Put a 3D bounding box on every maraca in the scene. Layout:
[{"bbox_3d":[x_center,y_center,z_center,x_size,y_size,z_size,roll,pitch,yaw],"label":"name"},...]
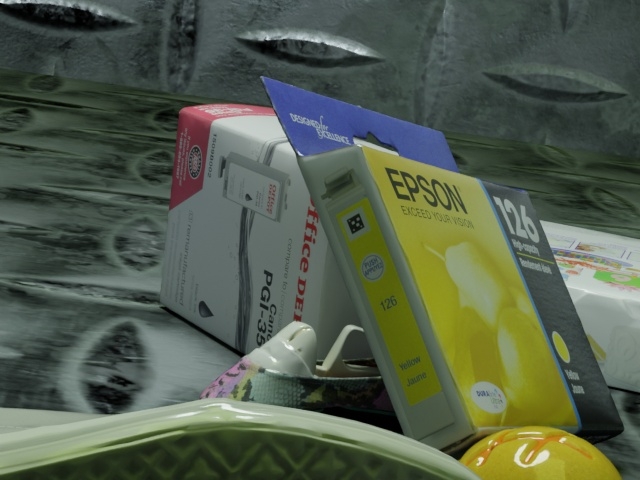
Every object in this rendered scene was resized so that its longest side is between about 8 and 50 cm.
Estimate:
[{"bbox_3d":[0.132,0.175,1.055,0.127,0.099,0.186,1,-11,-15],"label":"maraca"}]

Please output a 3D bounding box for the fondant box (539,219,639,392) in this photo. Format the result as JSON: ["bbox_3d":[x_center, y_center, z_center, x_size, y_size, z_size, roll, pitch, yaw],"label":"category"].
[{"bbox_3d":[0.309,0.067,1.681,0.238,0.096,0.330,12,11,14],"label":"fondant box"}]

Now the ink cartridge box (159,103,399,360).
[{"bbox_3d":[-0.026,0.000,1.477,0.117,0.207,0.283,-1,15,-34],"label":"ink cartridge box"}]

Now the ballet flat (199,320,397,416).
[{"bbox_3d":[0.007,0.107,1.312,0.221,0.079,0.077,3,14,-23],"label":"ballet flat"}]

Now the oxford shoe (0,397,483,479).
[{"bbox_3d":[-0.119,0.152,0.825,0.449,0.169,0.130,1,12,-13],"label":"oxford shoe"}]

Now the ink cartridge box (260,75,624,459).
[{"bbox_3d":[0.106,0.017,1.228,0.072,0.307,0.303,-27,-17,26],"label":"ink cartridge box"}]
